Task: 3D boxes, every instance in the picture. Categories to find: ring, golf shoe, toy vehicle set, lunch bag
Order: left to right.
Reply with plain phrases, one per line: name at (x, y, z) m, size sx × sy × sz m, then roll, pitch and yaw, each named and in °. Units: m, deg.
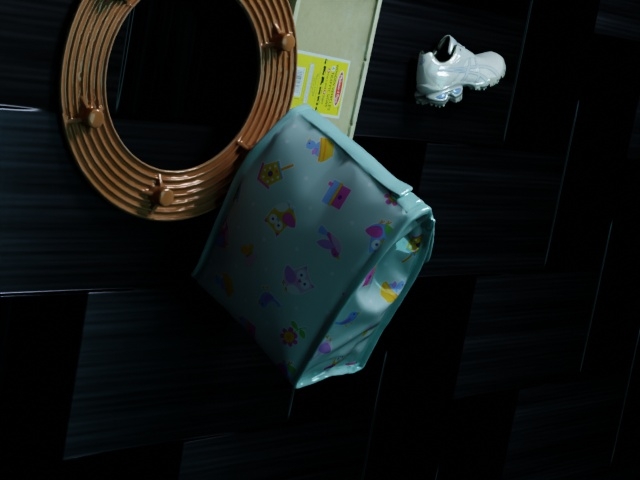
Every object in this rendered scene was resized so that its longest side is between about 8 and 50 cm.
ring at (-0.146, -0.183, 1.658) m, size 0.337 × 0.032 × 0.336 m, roll -15°, pitch 113°, yaw -39°
toy vehicle set at (-0.010, -0.196, 1.846) m, size 0.166 × 0.035 × 0.266 m, roll 5°, pitch 100°, yaw -52°
lunch bag at (0.000, 0.000, 1.721) m, size 0.160 × 0.223 × 0.262 m, roll -9°, pitch 135°, yaw -50°
golf shoe at (0.199, -0.249, 2.063) m, size 0.176 × 0.069 × 0.086 m, roll -29°, pitch 119°, yaw -43°
